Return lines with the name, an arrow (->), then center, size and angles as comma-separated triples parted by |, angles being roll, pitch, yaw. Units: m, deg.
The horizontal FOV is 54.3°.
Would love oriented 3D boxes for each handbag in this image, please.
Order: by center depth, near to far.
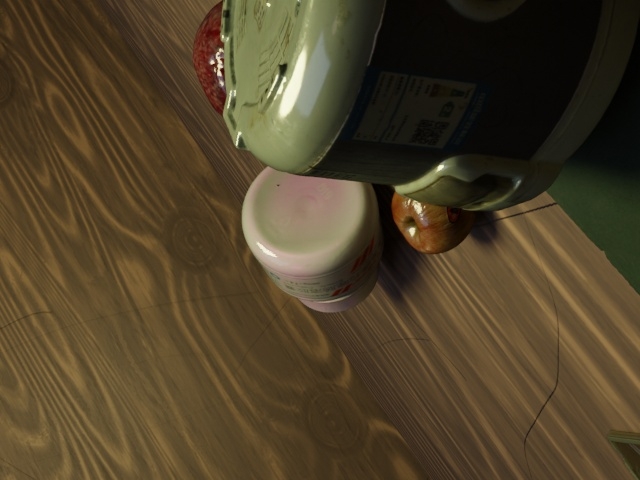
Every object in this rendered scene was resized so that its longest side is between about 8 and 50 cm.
handbag -> 0.305, -0.052, 0.498 | 0.247, 0.079, 0.260 | 53, 165, 12

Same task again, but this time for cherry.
cherry -> -0.117, -0.311, 1.099 | 0.230, 0.203, 0.300 | 60, 179, -18

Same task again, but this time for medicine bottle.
medicine bottle -> 0.000, 0.000, 1.250 | 0.256, 0.256, 0.325 | 50, 171, 25

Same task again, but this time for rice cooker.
rice cooker -> 0.078, -0.173, 0.503 | 0.288, 0.277, 0.288 | -175, 90, -67

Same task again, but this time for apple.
apple -> 0.167, -0.045, 0.918 | 0.126, 0.102, 0.126 | 46, 158, 25

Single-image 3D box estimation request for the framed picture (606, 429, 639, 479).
framed picture -> 0.523, 0.381, 0.817 | 0.289, 0.020, 0.211 | 55, 165, 7
